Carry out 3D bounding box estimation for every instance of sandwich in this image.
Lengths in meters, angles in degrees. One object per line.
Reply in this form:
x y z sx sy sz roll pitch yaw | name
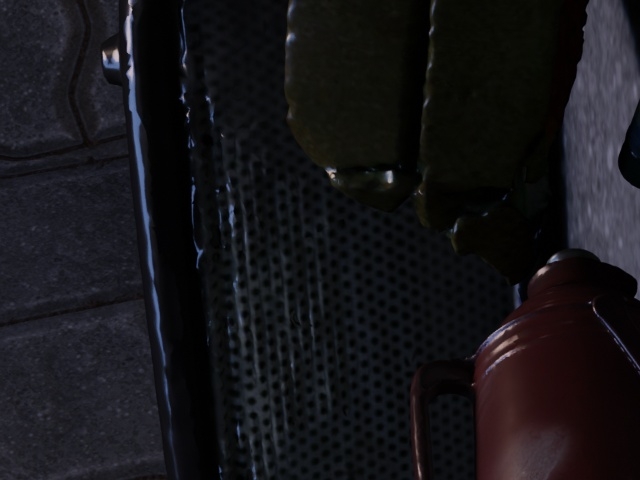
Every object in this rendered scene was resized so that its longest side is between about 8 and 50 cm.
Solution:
0.061 -0.158 0.626 0.212 0.109 0.292 -70 -14 -48 | sandwich

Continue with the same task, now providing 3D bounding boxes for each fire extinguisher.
0.131 -0.052 0.593 0.083 0.025 0.038 92 -164 -62 | fire extinguisher

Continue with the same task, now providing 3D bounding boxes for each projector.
0.000 0.000 1.036 0.395 0.242 0.405 -118 22 -79 | projector

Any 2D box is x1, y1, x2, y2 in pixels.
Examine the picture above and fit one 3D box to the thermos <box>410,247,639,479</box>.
0.096 0.094 0.595 0.099 0.124 0.232 93 179 -47 | thermos
